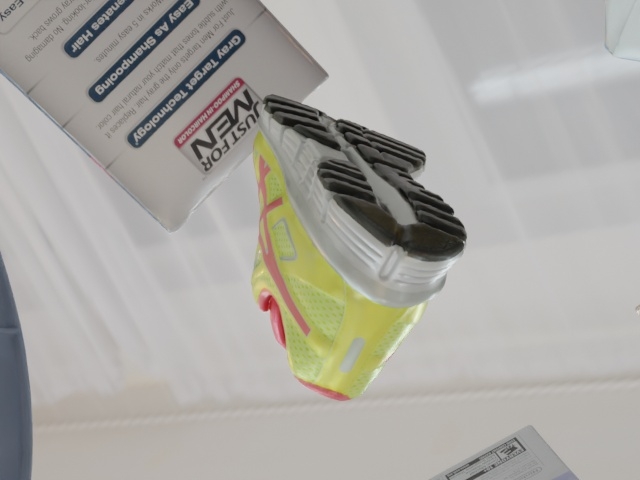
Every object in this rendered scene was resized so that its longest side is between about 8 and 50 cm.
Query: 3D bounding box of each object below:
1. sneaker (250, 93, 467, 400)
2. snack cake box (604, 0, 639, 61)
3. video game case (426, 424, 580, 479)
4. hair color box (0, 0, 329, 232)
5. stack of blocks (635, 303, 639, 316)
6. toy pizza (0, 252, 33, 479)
[{"bbox_3d":[0.000,0.000,0.641,0.208,0.082,0.094,-101,-149,-70],"label":"sneaker"},{"bbox_3d":[0.180,-0.178,0.465,0.089,0.152,0.264,16,-136,28],"label":"snack cake box"},{"bbox_3d":[0.091,0.267,1.100,0.270,0.061,0.244,-28,-163,-3],"label":"video game case"},{"bbox_3d":[-0.178,-0.188,1.079,0.174,0.347,0.105,-45,-160,-1],"label":"hair color box"},{"bbox_3d":[0.340,-0.032,0.863,0.297,0.087,0.171,-38,169,-8],"label":"stack of blocks"},{"bbox_3d":[-0.133,0.020,0.289,0.032,0.201,0.201,-20,-162,26],"label":"toy pizza"}]
